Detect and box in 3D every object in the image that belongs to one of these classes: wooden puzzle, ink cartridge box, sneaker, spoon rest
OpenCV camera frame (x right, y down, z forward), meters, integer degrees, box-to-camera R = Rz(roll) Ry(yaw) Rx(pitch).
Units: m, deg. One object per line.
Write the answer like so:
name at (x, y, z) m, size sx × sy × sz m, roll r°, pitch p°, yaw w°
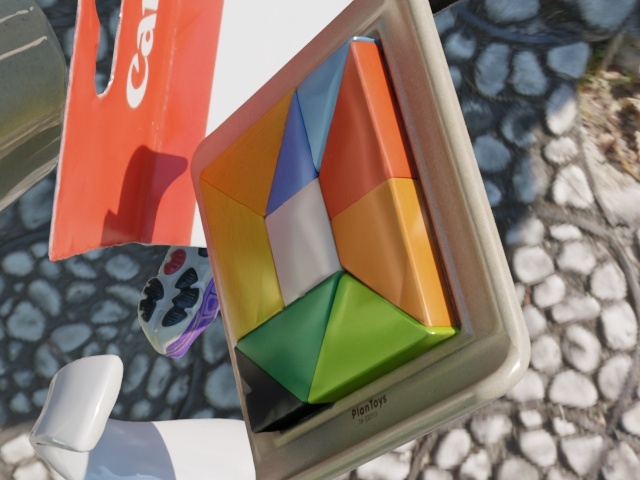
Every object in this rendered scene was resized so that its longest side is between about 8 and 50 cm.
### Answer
wooden puzzle at (0.000, 0.000, 0.681) m, size 0.221 × 0.044 × 0.239 m, roll -36°, pitch 56°, yaw 47°
ink cartridge box at (-0.034, -0.143, 0.856) m, size 0.091 × 0.385 × 0.308 m, roll 11°, pitch 97°, yaw 15°
sneaker at (-0.107, 0.029, 1.169) m, size 0.068 × 0.071 × 0.170 m, roll 20°, pitch 60°, yaw 21°
spoon rest at (-0.084, 0.151, 0.802) m, size 0.084 × 0.276 × 0.137 m, roll 2°, pitch 59°, yaw 33°

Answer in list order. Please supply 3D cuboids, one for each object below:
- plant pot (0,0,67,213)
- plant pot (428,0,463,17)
plant pot at (-0.364, -0.080, 0.980) m, size 0.333 × 0.305 × 0.334 m, roll 14°, pitch 120°, yaw 25°
plant pot at (0.085, -0.350, 1.334) m, size 0.187 × 0.167 × 0.188 m, roll -28°, pitch 136°, yaw 8°
